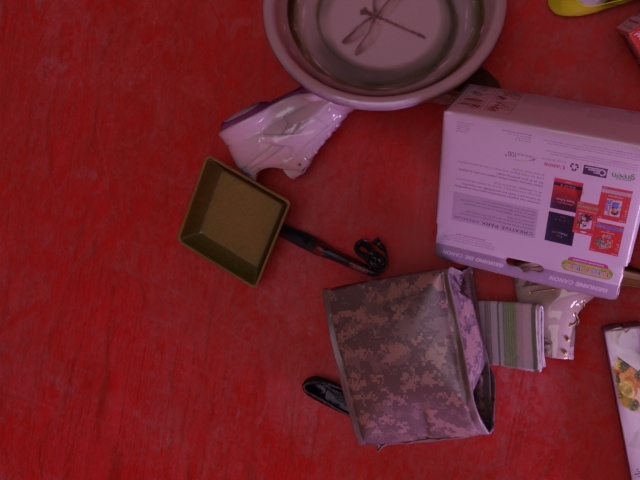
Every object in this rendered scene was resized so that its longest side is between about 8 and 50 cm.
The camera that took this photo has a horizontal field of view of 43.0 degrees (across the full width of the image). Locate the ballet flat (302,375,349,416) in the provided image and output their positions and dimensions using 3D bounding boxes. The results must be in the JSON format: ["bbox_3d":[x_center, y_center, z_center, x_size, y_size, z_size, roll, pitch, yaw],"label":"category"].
[{"bbox_3d":[0.046,0.294,1.474,0.173,0.049,0.058,17,98,14],"label":"ballet flat"}]

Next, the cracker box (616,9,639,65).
[{"bbox_3d":[0.604,-0.336,1.258,0.232,0.067,0.156,-37,109,14],"label":"cracker box"}]

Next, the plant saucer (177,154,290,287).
[{"bbox_3d":[-0.154,-0.038,1.498,0.188,0.045,0.188,30,113,16],"label":"plant saucer"}]

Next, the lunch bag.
[{"bbox_3d":[0.156,0.200,1.368,0.235,0.169,0.287,-12,83,25],"label":"lunch bag"}]

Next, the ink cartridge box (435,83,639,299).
[{"bbox_3d":[0.349,-0.079,1.285,0.309,0.130,0.272,15,125,21],"label":"ink cartridge box"}]

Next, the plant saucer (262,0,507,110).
[{"bbox_3d":[0.107,-0.380,1.365,0.400,0.100,0.401,-2,70,7],"label":"plant saucer"}]

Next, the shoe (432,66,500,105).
[{"bbox_3d":[0.204,-0.279,1.409,0.219,0.058,0.077,18,66,10],"label":"shoe"}]

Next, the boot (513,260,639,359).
[{"bbox_3d":[0.427,0.115,1.348,0.213,0.077,0.165,2,92,22],"label":"boot"}]

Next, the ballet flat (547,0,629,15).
[{"bbox_3d":[0.485,-0.418,1.309,0.230,0.077,0.077,-7,90,16],"label":"ballet flat"}]

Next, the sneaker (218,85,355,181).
[{"bbox_3d":[-0.022,-0.202,1.459,0.305,0.114,0.152,-20,108,14],"label":"sneaker"}]

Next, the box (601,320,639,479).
[{"bbox_3d":[0.524,0.296,1.336,0.063,0.067,0.324,-11,90,16],"label":"box"}]

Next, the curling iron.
[{"bbox_3d":[0.000,0.000,1.485,0.274,0.035,0.068,17,76,19],"label":"curling iron"}]

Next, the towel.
[{"bbox_3d":[0.311,0.158,1.376,0.152,0.023,0.113,0,92,48],"label":"towel"}]
